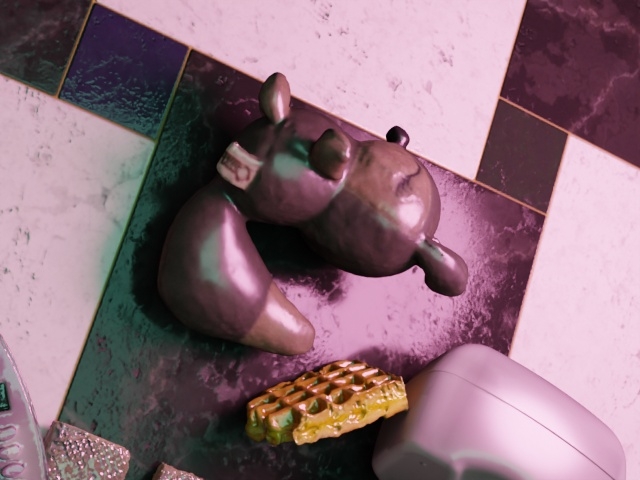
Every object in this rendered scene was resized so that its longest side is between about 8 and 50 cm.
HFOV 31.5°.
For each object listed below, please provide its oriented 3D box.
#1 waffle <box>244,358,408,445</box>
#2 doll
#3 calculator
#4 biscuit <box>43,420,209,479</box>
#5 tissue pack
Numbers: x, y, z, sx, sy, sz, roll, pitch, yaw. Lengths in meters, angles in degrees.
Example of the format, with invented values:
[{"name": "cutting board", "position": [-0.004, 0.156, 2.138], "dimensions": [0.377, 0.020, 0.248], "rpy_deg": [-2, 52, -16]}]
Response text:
[{"name": "waffle", "position": [-0.009, 0.226, 1.568], "dimensions": [0.211, 0.160, 0.055], "rpy_deg": [-16, 102, -22]}, {"name": "doll", "position": [-0.007, -0.006, 1.592], "dimensions": [0.382, 0.252, 0.378], "rpy_deg": [36, 103, -15]}, {"name": "calculator", "position": [-0.441, 0.269, 1.405], "dimensions": [0.194, 0.043, 0.294], "rpy_deg": [-12, 92, -12]}, {"name": "biscuit", "position": [-0.265, 0.344, 1.495], "dimensions": [0.250, 0.046, 0.147], "rpy_deg": [29, 74, -20]}, {"name": "tissue pack", "position": [0.263, 0.298, 1.627], "dimensions": [0.333, 0.229, 0.236], "rpy_deg": [33, 59, -3]}]
